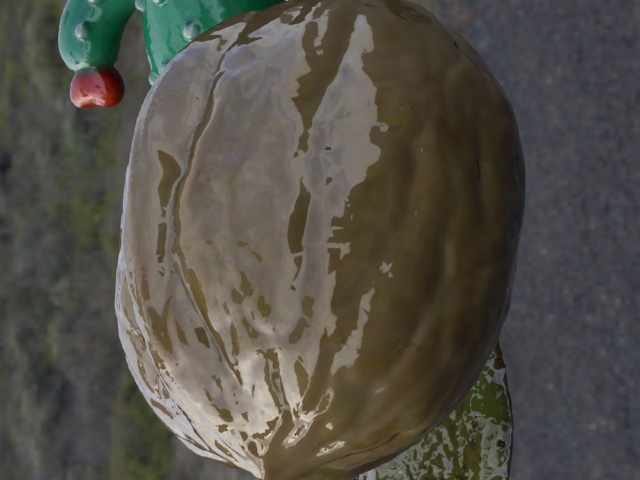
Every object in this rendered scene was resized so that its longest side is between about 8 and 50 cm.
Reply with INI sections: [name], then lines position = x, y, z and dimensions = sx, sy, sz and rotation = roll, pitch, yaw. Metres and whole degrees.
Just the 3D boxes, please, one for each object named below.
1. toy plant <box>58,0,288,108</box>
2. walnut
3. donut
[toy plant]
position = -0.110, -0.247, 1.151
dimensions = 0.185, 0.279, 0.400
rotation = -77, -30, -63
[walnut]
position = 0.000, 0.000, 0.760
dimensions = 0.225, 0.225, 0.261
rotation = 117, 166, -64
[donut]
position = 0.053, 0.148, 1.169
dimensions = 0.272, 0.107, 0.272
rotation = 180, 90, -75
